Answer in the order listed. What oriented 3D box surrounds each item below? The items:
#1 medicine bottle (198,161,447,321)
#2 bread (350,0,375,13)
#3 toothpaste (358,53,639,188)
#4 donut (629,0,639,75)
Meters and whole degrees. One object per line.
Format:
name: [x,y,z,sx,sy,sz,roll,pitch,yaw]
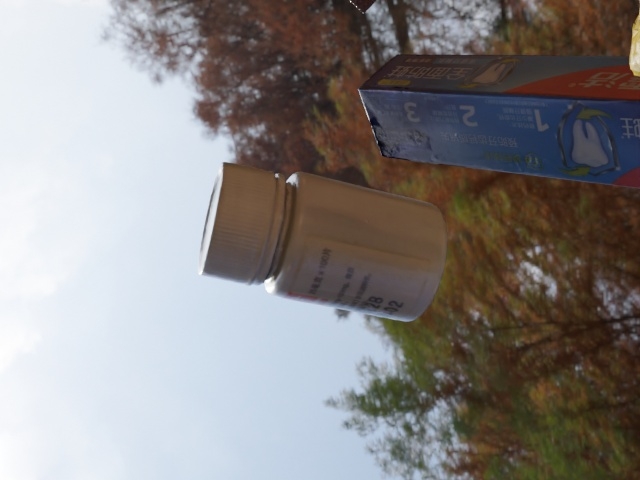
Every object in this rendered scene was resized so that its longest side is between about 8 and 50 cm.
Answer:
medicine bottle: [0.000,0.000,0.857,0.252,0.144,0.144,14,-154,-15]
bread: [0.053,-0.339,0.948,0.094,0.090,0.035,-47,-133,15]
toothpaste: [0.174,-0.097,0.609,0.320,0.076,0.066,13,-133,43]
donut: [0.244,-0.118,0.306,0.259,0.152,0.101,6,-171,-23]
